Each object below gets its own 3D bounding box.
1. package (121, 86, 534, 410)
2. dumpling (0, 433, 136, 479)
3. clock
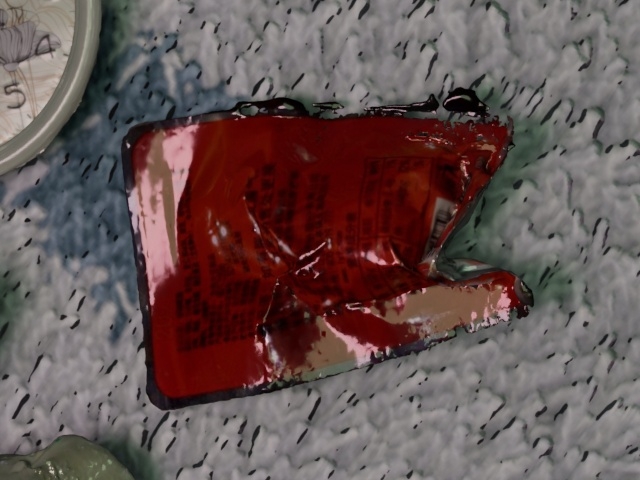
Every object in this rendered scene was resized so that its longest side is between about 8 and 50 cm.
[{"bbox_3d":[0.000,0.000,1.243,0.269,0.071,0.194,-6,75,13],"label":"package"},{"bbox_3d":[-0.209,0.218,1.257,0.219,0.108,0.153,-36,85,10],"label":"dumpling"},{"bbox_3d":[-0.253,-0.149,1.287,0.236,0.053,0.236,0,91,12],"label":"clock"}]
